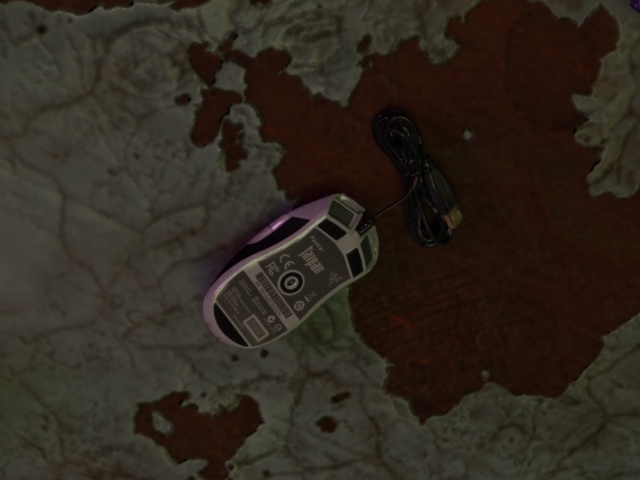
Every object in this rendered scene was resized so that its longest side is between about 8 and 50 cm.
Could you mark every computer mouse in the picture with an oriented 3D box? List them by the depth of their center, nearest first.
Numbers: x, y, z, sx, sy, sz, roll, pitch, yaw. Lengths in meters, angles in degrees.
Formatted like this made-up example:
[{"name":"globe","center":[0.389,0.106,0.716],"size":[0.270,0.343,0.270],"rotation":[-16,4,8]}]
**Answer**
[{"name":"computer mouse","center":[0.000,0.000,1.068],"size":[0.193,0.042,0.106],"rotation":[-33,120,0]}]

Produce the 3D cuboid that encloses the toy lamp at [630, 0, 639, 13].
[{"name":"toy lamp","center":[0.288,-0.254,0.982],"size":[0.080,0.080,0.275],"rotation":[24,108,-19]}]
